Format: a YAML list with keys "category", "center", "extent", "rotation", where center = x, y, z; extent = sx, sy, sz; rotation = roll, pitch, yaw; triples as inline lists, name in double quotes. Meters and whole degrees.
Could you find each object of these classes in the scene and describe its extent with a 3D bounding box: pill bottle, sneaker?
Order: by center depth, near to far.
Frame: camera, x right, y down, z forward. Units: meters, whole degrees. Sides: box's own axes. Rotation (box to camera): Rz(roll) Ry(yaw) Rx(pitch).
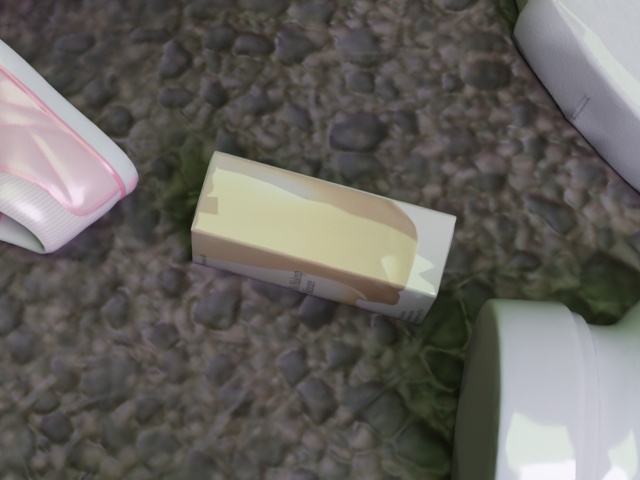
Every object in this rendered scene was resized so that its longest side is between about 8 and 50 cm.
- category: "pill bottle"
  center: [0.201, 0.103, 0.662]
  extent: [0.278, 0.162, 0.162]
  rotation: [5, 73, -2]
- category: "sneaker"
  center: [-0.156, -0.048, 0.737]
  extent: [0.134, 0.051, 0.070]
  rotation: [41, 70, 4]

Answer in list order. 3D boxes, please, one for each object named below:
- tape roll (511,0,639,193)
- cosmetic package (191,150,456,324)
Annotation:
- category: "tape roll"
  center: [0.284, -0.167, 0.793]
  extent: [0.392, 0.072, 0.392]
  rotation: [1, 74, -4]
- category: "cosmetic package"
  center: [0.000, 0.000, 0.730]
  extent: [0.115, 0.060, 0.041]
  rotation: [15, 73, 2]
